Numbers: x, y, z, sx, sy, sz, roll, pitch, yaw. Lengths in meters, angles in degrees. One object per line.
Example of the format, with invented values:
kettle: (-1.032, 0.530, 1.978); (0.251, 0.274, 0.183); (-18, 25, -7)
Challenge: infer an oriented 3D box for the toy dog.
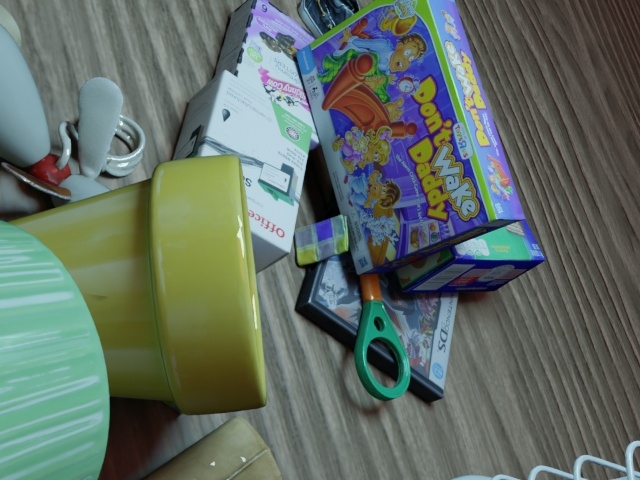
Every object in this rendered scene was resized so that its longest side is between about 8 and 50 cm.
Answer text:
toy dog: (-0.304, -0.142, 0.878); (0.334, 0.161, 0.220); (31, 50, -29)

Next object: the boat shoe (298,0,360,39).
boat shoe: (0.046, -0.346, 1.386); (0.183, 0.083, 0.065); (49, 43, -13)

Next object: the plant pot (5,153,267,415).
plant pot: (-0.183, 0.052, 0.807); (0.239, 0.254, 0.253); (-7, 69, -4)

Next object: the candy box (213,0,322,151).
candy box: (-0.068, -0.241, 1.227); (0.165, 0.070, 0.196); (31, 50, -30)

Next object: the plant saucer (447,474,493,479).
plant saucer: (0.202, 0.512, 1.059); (0.401, 0.101, 0.400); (22, 55, -35)

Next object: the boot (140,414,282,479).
boot: (-0.174, 0.250, 0.855); (0.270, 0.089, 0.236); (-23, 96, -48)

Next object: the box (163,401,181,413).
box: (-0.160, 0.099, 0.974); (0.109, 0.042, 0.178); (41, 47, -21)

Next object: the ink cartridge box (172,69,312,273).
ink cartridge box: (-0.109, -0.087, 1.088); (0.160, 0.093, 0.219); (30, 50, -29)

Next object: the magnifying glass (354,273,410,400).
magnifying glass: (0.077, 0.111, 1.164); (0.092, 0.026, 0.230); (11, 63, -40)

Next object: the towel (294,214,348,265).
towel: (0.000, 0.000, 1.158); (0.009, 0.083, 0.060); (34, 46, -54)

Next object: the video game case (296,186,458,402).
video game case: (0.102, 0.072, 1.249); (0.275, 0.035, 0.248); (37, 47, -24)

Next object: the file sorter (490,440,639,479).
file sorter: (0.305, 0.362, 0.963); (0.173, 0.278, 0.192); (26, 52, -31)

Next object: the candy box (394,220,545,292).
candy box: (0.187, -0.082, 1.312); (0.268, 0.122, 0.317); (2, 58, -48)

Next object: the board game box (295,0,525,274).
board game box: (0.114, -0.152, 1.138); (0.078, 0.233, 0.346); (-1, 72, -49)

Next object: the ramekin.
ramekin: (-0.305, 0.121, 0.642); (0.148, 0.303, 0.303); (-8, 74, -54)
